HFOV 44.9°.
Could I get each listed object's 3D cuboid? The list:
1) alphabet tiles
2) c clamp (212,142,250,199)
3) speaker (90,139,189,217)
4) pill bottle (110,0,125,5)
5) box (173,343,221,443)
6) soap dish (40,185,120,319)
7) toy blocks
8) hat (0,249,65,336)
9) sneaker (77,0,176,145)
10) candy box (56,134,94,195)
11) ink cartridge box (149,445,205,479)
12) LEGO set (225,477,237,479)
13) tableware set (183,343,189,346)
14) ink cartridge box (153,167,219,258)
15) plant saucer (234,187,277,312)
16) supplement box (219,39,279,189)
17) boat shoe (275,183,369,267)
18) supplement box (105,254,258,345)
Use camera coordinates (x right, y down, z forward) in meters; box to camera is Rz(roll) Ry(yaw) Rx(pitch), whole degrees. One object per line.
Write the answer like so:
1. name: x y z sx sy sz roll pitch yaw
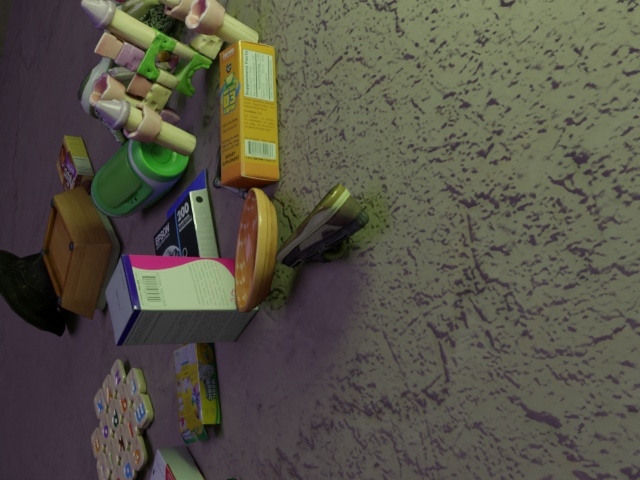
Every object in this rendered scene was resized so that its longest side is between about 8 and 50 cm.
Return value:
1. alphabet tiles: -0.455 0.427 1.764 0.284 0.021 0.278 -55 45 30
2. c clamp: -0.157 -0.112 1.384 0.161 0.022 0.137 34 116 52
3. speaker: -0.388 -0.139 1.640 0.297 0.131 0.131 -25 67 53
4. pill bottle: -0.373 -0.638 1.627 0.283 0.160 0.160 -42 54 47
5. box: -0.230 0.284 1.443 0.105 0.043 0.179 -30 60 51
6. soap dish: -0.621 0.026 1.981 0.291 0.118 0.228 49 127 45
7. toy blocks: -0.329 -0.353 1.392 0.288 0.260 0.309 -57 40 12
8. hat: -0.791 0.107 2.176 0.134 0.331 0.331 -41 44 0
9. sneaker: -0.383 -0.358 1.674 0.182 0.158 0.410 57 138 14
10. candy box: -0.682 -0.194 2.149 0.109 0.053 0.186 -62 40 32
11. ink cartridge box: -0.283 0.489 1.484 0.109 0.063 0.150 39 119 51
12. LEGO set: -0.135 0.524 1.269 0.182 0.060 0.244 -5 83 52
13. tableware set: -0.265 0.165 1.526 0.154 0.024 0.104 -34 63 49
14. ink cartridge box: -0.272 -0.008 1.529 0.206 0.045 0.208 -39 55 49
15. plant saucer: -0.102 0.016 1.236 0.200 0.037 0.199 -174 90 -75
16. supplement box: -0.120 -0.208 1.288 0.078 0.080 0.233 -15 73 53
17. boat shoe: 0.001 -0.001 1.090 0.073 0.080 0.223 42 149 0
18. supplement box: -0.234 0.101 1.304 0.114 0.220 0.111 -55 45 40
